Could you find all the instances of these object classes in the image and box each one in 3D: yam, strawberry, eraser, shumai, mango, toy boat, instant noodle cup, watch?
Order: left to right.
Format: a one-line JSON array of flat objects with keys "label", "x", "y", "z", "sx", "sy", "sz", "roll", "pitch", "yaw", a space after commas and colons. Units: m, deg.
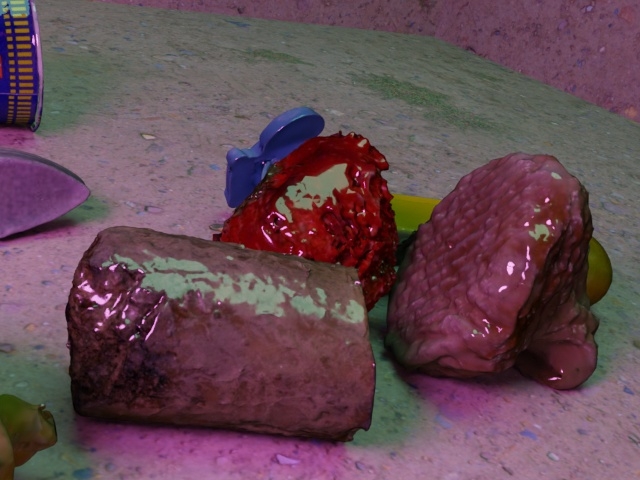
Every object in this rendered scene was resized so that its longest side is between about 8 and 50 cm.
[{"label": "instant noodle cup", "x": -0.631, "y": -0.308, "z": 1.421, "sx": 0.312, "sy": 0.284, "sz": 0.284, "roll": -7, "pitch": 30, "yaw": -26}, {"label": "toy boat", "x": -0.491, "y": -0.082, "z": 1.179, "sx": 0.293, "sy": 0.111, "sz": 0.276, "roll": 15, "pitch": 16, "yaw": 30}, {"label": "yam", "x": -0.098, "y": 0.093, "z": 0.873, "sx": 0.300, "sy": 0.195, "sz": 0.195, "roll": 9, "pitch": 23, "yaw": -13}, {"label": "watch", "x": -0.028, "y": -0.070, "z": 1.339, "sx": 0.211, "sy": 0.211, "sz": 0.193, "roll": -9, "pitch": 48, "yaw": -42}, {"label": "strawberry", "x": 0.000, "y": 0.000, "z": 1.096, "sx": 0.220, "sy": 0.274, "sz": 0.274, "roll": 42, "pitch": 21, "yaw": -9}, {"label": "eraser", "x": 0.167, "y": -0.017, "z": 1.429, "sx": 0.226, "sy": 0.069, "sz": 0.158, "roll": 7, "pitch": 23, "yaw": -19}, {"label": "shumai", "x": 0.265, "y": 0.059, "z": 1.075, "sx": 0.262, "sy": 0.314, "sz": 0.267, "roll": 23, "pitch": 35, "yaw": -20}, {"label": "mango", "x": 0.360, "y": 0.025, "z": 1.375, "sx": 0.167, "sy": 0.130, "sz": 0.262, "roll": 18, "pitch": 18, "yaw": -9}]

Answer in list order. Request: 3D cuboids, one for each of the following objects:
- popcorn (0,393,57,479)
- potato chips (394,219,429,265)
[{"label": "popcorn", "x": -0.369, "y": 0.086, "z": 0.620, "sx": 0.335, "sy": 0.279, "sz": 0.274, "roll": -15, "pitch": 5, "yaw": -30}, {"label": "potato chips", "x": 0.173, "y": 0.018, "z": 1.252, "sx": 0.228, "sy": 0.167, "sz": 0.059, "roll": -3, "pitch": 61, "yaw": -1}]
